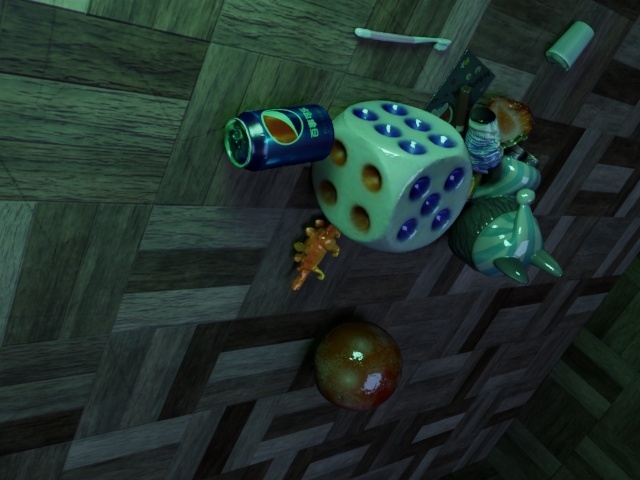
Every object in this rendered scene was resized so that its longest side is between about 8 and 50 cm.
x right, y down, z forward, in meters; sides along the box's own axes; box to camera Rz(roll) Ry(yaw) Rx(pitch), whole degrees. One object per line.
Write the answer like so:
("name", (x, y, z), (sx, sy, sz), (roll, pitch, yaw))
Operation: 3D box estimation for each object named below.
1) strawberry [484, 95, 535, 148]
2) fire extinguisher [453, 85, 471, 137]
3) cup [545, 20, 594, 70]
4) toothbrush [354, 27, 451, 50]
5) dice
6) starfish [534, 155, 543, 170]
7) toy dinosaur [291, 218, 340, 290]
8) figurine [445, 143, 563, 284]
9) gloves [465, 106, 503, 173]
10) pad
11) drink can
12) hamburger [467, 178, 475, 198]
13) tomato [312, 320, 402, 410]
("strawberry", (0.475, -0.319, 1.754), (0.146, 0.082, 0.187), (-26, 139, 16))
("fire extinguisher", (0.355, -0.311, 1.683), (0.173, 0.035, 0.049), (92, 16, -45))
("cup", (0.652, -0.504, 1.761), (0.116, 0.074, 0.104), (-50, 168, 1))
("toothbrush", (0.178, -0.423, 1.412), (0.286, 0.020, 0.025), (-8, 137, -40))
("dice", (0.154, -0.141, 1.468), (0.243, 0.259, 0.251), (-17, 136, -35))
("starfish", (0.643, -0.198, 2.072), (0.133, 0.041, 0.130), (-5, 130, -41))
("toy dinosaur", (0.000, 0.000, 1.627), (0.117, 0.070, 0.288), (22, 104, -52))
("figurine", (0.559, -0.037, 1.868), (0.266, 0.378, 0.361), (13, 117, -50))
("gloves", (0.419, -0.246, 1.739), (0.097, 0.119, 0.229), (-46, 145, -10))
("pad", (0.322, -0.335, 1.654), (0.170, 0.006, 0.245), (19, 112, -51))
("drink can", (-0.078, -0.200, 1.304), (0.205, 0.118, 0.118), (-15, 135, -34))
("hamburger", (0.344, -0.133, 1.805), (0.166, 0.087, 0.137), (-41, 144, -4))
("tomato", (0.116, 0.371, 1.954), (0.265, 0.265, 0.265), (-26, 141, -24))
